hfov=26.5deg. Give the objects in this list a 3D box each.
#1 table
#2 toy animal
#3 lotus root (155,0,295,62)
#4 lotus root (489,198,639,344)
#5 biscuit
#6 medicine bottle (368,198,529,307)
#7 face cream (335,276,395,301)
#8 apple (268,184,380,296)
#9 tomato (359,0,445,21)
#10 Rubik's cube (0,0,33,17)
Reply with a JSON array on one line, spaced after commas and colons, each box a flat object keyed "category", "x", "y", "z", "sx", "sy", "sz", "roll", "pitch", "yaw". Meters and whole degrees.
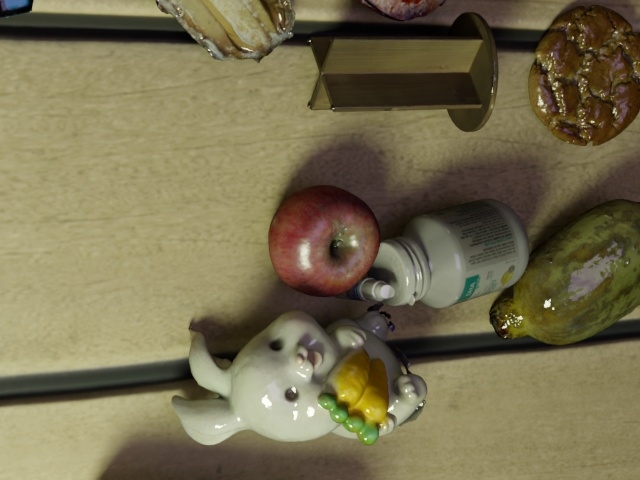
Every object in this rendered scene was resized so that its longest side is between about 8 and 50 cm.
[{"category": "table", "x": 0.104, "y": -0.228, "z": 1.847, "sx": 0.227, "sy": 0.167, "sz": 0.167, "roll": -3, "pitch": 99, "yaw": -19}, {"category": "toy animal", "x": -0.020, "y": 0.184, "z": 1.793, "sx": 0.310, "sy": 0.247, "sz": 0.183, "roll": -3, "pitch": 83, "yaw": -43}, {"category": "lotus root", "x": -0.142, "y": -0.352, "z": 1.699, "sx": 0.167, "sy": 0.078, "sz": 0.329, "roll": -30, "pitch": 138, "yaw": 9}, {"category": "lotus root", "x": 0.394, "y": 0.058, "z": 2.044, "sx": 0.309, "sy": 0.173, "sz": 0.173, "roll": -36, "pitch": 113, "yaw": -11}, {"category": "biscuit", "x": 0.413, "y": -0.250, "z": 2.065, "sx": 0.226, "sy": 0.042, "sz": 0.226, "roll": -5, "pitch": 100, "yaw": -27}, {"category": "medicine bottle", "x": 0.177, "y": 0.024, "z": 1.910, "sx": 0.215, "sy": 0.135, "sz": 0.135, "roll": -15, "pitch": 104, "yaw": -34}, {"category": "face cream", "x": 0.058, "y": 0.067, "z": 1.864, "sx": 0.034, "sy": 0.130, "sz": 0.034, "roll": -1, "pitch": 92, "yaw": -31}, {"category": "apple", "x": 0.000, "y": 0.000, "z": 1.832, "sx": 0.153, "sy": 0.120, "sz": 0.153, "roll": -8, "pitch": 107, "yaw": -26}, {"category": "tomato", "x": 0.099, "y": -0.410, "z": 1.846, "sx": 0.225, "sy": 0.085, "sz": 0.225, "roll": -6, "pitch": 101, "yaw": -31}, {"category": "Rubik's cube", "x": -0.444, "y": -0.323, "z": 1.506, "sx": 0.184, "sy": 0.182, "sz": 0.187, "roll": -21, "pitch": 107, "yaw": -26}]
